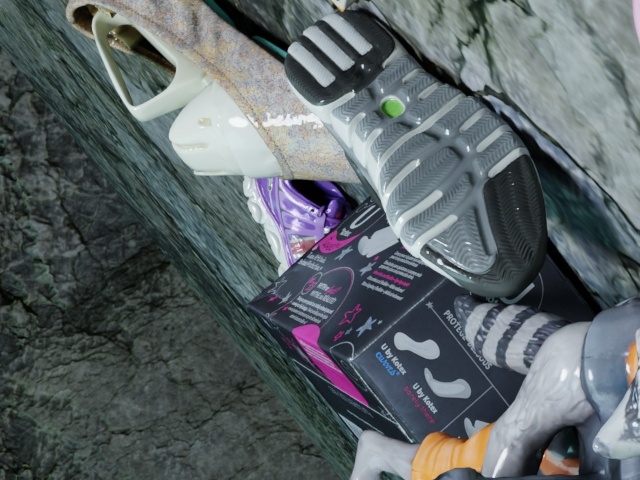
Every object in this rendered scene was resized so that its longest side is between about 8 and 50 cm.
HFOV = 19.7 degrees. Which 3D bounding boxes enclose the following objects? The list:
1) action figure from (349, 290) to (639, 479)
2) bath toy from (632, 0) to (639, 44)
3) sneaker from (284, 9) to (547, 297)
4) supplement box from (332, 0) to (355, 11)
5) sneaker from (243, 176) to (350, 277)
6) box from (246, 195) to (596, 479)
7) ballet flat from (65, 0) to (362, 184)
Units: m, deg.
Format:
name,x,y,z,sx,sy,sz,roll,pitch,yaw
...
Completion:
name,x,y,z,sx,sy,sz,roll,pitch,yaw
action figure,0.108,0.088,0.905,0.330,0.341,0.178,149,120,-68
bath toy,0.135,-0.073,0.470,0.151,0.129,0.348,42,168,38
sneaker,0.073,-0.032,1.073,0.228,0.086,0.132,55,180,37
supplement box,0.007,-0.165,0.954,0.062,0.036,0.098,48,170,6
sneaker,0.000,0.000,1.473,0.071,0.068,0.170,-25,96,40
box,0.080,0.071,1.216,0.163,0.142,0.247,51,171,-15
ballet flat,-0.080,-0.110,1.345,0.316,0.106,0.107,42,168,37
